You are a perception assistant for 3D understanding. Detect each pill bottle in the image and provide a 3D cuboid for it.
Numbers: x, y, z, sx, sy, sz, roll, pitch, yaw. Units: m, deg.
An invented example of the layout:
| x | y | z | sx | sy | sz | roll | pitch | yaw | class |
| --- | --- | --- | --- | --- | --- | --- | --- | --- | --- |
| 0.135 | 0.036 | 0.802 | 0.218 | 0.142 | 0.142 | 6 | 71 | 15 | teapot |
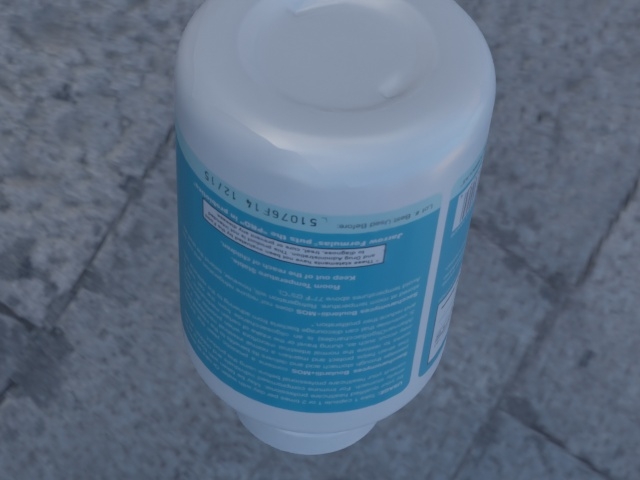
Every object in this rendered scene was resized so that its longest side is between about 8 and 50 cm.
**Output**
| x | y | z | sx | sy | sz | roll | pitch | yaw | class |
| --- | --- | --- | --- | --- | --- | --- | --- | --- | --- |
| 0.000 | 0.000 | 0.728 | 0.146 | 0.146 | 0.264 | -23 | 144 | -23 | pill bottle |
